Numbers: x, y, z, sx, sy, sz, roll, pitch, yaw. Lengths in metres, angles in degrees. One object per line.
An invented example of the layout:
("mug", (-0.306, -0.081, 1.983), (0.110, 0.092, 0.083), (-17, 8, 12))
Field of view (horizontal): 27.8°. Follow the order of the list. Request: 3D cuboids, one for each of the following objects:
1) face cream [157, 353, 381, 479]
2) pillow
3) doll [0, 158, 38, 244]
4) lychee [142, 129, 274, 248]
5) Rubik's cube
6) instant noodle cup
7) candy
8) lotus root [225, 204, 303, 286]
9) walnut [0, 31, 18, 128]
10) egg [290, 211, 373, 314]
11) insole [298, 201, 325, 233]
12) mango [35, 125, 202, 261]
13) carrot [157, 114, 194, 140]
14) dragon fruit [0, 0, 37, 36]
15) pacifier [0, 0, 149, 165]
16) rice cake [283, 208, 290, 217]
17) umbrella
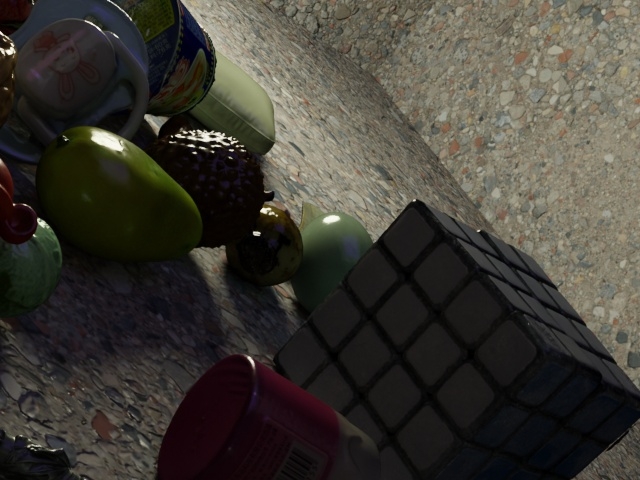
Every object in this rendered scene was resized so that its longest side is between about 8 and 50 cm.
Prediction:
("face cream", (-0.056, 0.245, 1.437), (0.195, 0.175, 0.175), (37, 16, -24))
("pillow", (-0.225, -0.314, 2.614), (0.322, 0.120, 0.255), (38, 16, -18))
("doll", (-0.450, -0.096, 1.308), (0.363, 0.160, 0.183), (29, 56, -5))
("lychee", (-0.179, -0.078, 1.976), (0.238, 0.200, 0.200), (8, 33, -32))
("Rubik's cube", (0.204, 0.199, 1.881), (0.337, 0.344, 0.344), (26, 21, -49))
("instant noodle cup", (-0.316, -0.328, 2.221), (0.284, 0.284, 0.312), (46, 8, 12))
("candy", (-0.374, 0.086, 1.278), (0.119, 0.119, 0.440), (41, 24, -7))
("lotus root", (-0.093, 0.003, 2.108), (0.138, 0.138, 0.214), (40, 5, -9))
("walnut", (-0.474, -0.206, 1.611), (0.213, 0.213, 0.213), (39, 16, -13))
("egg", (0.023, 0.044, 2.181), (0.149, 0.149, 0.192), (26, 55, -46))
("insole", (0.000, 0.000, 2.538), (0.119, 0.009, 0.348), (38, 16, -14))
("mango", (-0.279, -0.058, 1.754), (0.185, 0.149, 0.273), (47, 10, 23))
("carrot", (-0.253, -0.134, 2.198), (0.066, 0.066, 0.314), (37, 20, -19))
("dragon fruit", (-0.508, -0.372, 1.987), (0.200, 0.198, 0.269), (20, 10, -4))
("pacifier", (-0.380, -0.218, 1.880), (0.238, 0.287, 0.226), (45, -22, -12))
("rice cake", (0.014, 0.062, 2.278), (0.290, 0.081, 0.051), (41, 3, -5))
("umbrella", (-0.290, 0.202, 1.216), (0.188, 0.050, 0.046), (37, 38, -21))
